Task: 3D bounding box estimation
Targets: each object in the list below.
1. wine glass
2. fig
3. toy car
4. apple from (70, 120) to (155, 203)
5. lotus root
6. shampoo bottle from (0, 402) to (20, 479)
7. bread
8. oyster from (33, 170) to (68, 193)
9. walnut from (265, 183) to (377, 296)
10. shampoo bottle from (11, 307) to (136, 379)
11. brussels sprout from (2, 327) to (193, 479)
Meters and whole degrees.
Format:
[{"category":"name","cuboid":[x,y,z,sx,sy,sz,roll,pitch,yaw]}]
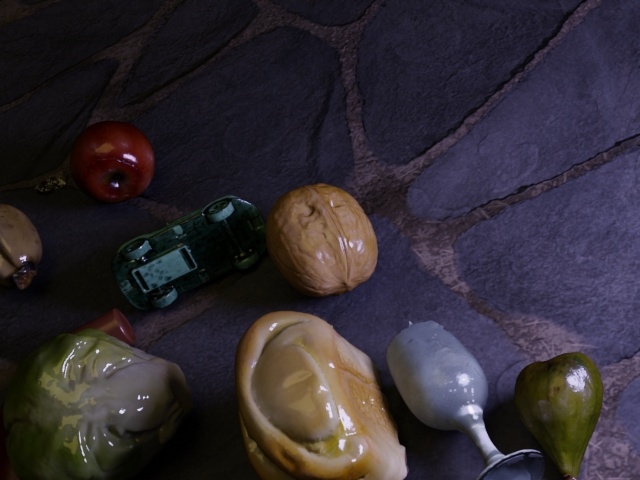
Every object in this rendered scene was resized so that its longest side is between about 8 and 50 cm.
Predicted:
[{"category":"wine glass","cuboid":[0.211,0.261,1.571,0.143,0.143,0.321,-29,46,-1]},{"category":"fig","cuboid":[0.360,0.254,1.524,0.133,0.126,0.185,-6,45,2]},{"category":"toy car","cuboid":[-0.252,0.013,1.997,0.306,0.136,0.125,-27,25,-1]},{"category":"apple","cuboid":[-0.442,-0.171,2.201,0.181,0.181,0.168,-17,47,10]},{"category":"lotus root","cuboid":[-0.670,0.014,2.175,0.257,0.140,0.154,44,107,35]},{"category":"shampoo bottle","cuboid":[-0.541,0.405,1.837,0.102,0.064,0.260,-11,49,10]},{"category":"bread","cuboid":[-0.024,0.274,1.592,0.211,0.270,0.315,-33,51,15]},{"category":"oyster","cuboid":[-0.616,-0.131,2.350,0.083,0.019,0.054,-23,47,5]},{"category":"walnut","cuboid":[0.000,0.000,1.857,0.193,0.193,0.225,-27,46,1]},{"category":"shampoo bottle","cuboid":[-0.470,0.220,1.951,0.244,0.085,0.085,-31,46,0]},{"category":"brussels sprout","cuboid":[-0.390,0.282,1.750,0.316,0.242,0.274,-37,54,-13]}]
